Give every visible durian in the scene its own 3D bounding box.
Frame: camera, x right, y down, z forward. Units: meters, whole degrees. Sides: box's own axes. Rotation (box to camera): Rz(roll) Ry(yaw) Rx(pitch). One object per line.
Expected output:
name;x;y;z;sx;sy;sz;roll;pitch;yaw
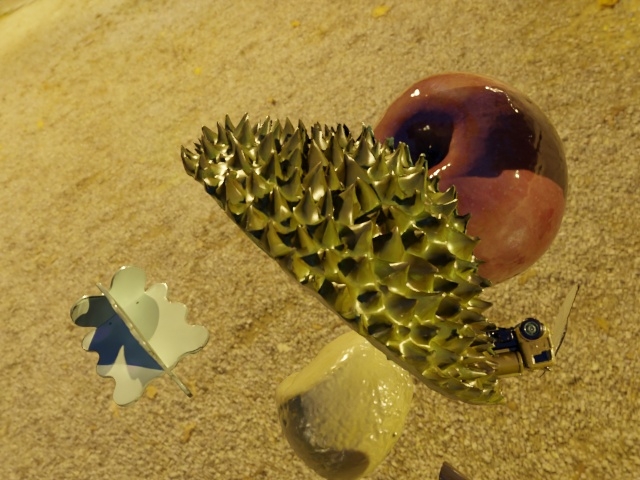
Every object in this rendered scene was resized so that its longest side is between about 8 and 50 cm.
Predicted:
durian;0.000;0.000;0.467;0.158;0.169;0.352;-25;50;-30

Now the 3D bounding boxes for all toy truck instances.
toy truck;0.193;0.110;0.576;0.084;0.049;0.054;-11;73;6

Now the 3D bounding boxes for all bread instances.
bread;0.058;0.335;1.190;0.320;0.237;0.320;-41;3;3

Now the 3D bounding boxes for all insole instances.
insole;0.572;0.210;1.373;0.009;0.119;0.348;31;43;15

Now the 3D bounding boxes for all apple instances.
apple;0.178;-0.082;0.773;0.306;0.235;0.305;-15;65;35

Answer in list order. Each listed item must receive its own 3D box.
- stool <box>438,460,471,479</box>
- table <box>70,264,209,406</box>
stool;0.381;0.792;1.476;0.226;0.310;0.310;9;41;32
table;-0.277;0.155;0.894;0.166;0.166;0.198;-43;44;-14
